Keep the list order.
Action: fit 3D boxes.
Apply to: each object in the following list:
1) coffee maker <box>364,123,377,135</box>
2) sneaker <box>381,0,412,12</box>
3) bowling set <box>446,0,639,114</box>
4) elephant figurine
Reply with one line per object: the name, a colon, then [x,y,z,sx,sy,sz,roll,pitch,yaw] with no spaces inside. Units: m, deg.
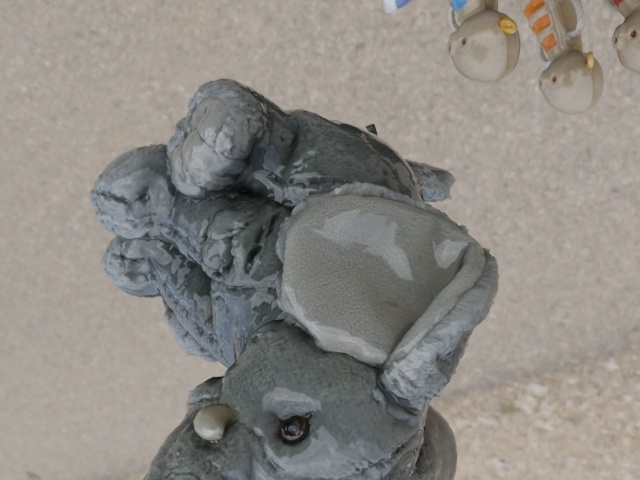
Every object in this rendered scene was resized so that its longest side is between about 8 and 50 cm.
coffee maker: [0.000,0.000,1.079,0.171,0.120,0.178,-16,109,23]
sneaker: [0.098,-0.374,0.934,0.182,0.316,0.127,-16,179,2]
bowling set: [0.109,-0.152,0.588,0.199,0.154,0.287,-11,163,-11]
elephant figurine: [0.001,0.056,0.459,0.186,0.239,0.169,-38,138,9]
